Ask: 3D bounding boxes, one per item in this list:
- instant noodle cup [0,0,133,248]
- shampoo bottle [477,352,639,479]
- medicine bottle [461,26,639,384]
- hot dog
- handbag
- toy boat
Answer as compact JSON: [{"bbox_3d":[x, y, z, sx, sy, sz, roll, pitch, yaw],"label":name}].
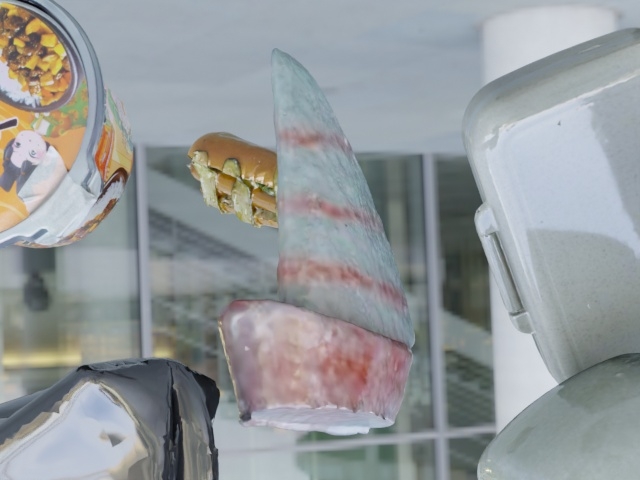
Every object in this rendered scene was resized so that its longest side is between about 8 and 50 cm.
[{"bbox_3d":[-0.204,-0.066,0.898,0.177,0.208,0.125,-33,161,6],"label":"instant noodle cup"},{"bbox_3d":[0.309,0.283,1.300,0.317,0.322,0.322,-46,-176,-8],"label":"shampoo bottle"},{"bbox_3d":[0.310,-0.025,1.412,0.282,0.375,0.123,-22,-156,2],"label":"medicine bottle"},{"bbox_3d":[-0.061,-0.060,1.600,0.269,0.109,0.072,22,-129,37],"label":"hot dog"},{"bbox_3d":[-0.200,0.240,0.835,0.342,0.288,0.152,-18,166,35],"label":"handbag"},{"bbox_3d":[0.000,0.000,1.003,0.096,0.282,0.206,-17,161,40],"label":"toy boat"}]
